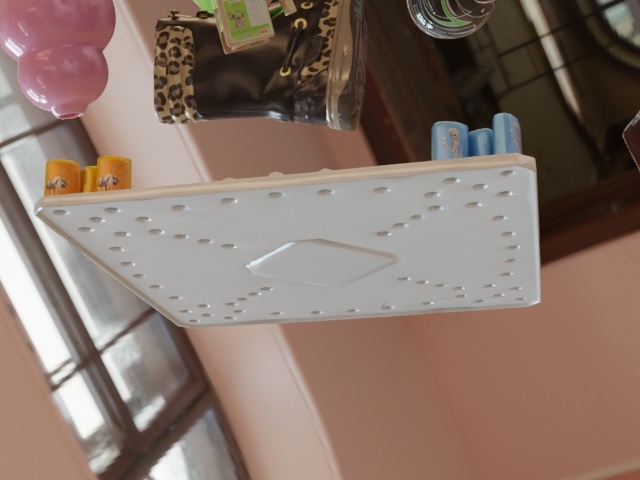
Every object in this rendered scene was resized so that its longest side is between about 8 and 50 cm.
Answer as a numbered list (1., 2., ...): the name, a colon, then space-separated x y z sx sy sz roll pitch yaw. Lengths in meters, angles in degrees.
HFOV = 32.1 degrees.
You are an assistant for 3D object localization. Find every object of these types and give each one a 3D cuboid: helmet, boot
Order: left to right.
1. boot: -0.077 -0.304 1.565 0.284 0.377 0.138 -3 148 7
2. helmet: 0.263 -0.489 2.258 0.169 0.161 0.169 -25 -159 10

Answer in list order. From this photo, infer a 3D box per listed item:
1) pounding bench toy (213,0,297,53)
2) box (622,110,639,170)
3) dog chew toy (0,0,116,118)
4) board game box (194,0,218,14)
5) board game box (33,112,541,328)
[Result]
1. pounding bench toy: -0.071 -0.244 1.227 0.083 0.052 0.065 -16 -176 -8
2. box: 0.464 -0.089 1.163 0.168 0.203 0.167 -54 -148 36
3. dog chew toy: -0.393 -0.343 1.626 0.206 0.332 0.206 -9 176 -1
4. board game box: -0.167 -0.406 1.937 0.039 0.259 0.124 -38 169 -13
5. board game box: 0.000 0.000 1.013 0.390 0.050 0.390 -5 161 10
